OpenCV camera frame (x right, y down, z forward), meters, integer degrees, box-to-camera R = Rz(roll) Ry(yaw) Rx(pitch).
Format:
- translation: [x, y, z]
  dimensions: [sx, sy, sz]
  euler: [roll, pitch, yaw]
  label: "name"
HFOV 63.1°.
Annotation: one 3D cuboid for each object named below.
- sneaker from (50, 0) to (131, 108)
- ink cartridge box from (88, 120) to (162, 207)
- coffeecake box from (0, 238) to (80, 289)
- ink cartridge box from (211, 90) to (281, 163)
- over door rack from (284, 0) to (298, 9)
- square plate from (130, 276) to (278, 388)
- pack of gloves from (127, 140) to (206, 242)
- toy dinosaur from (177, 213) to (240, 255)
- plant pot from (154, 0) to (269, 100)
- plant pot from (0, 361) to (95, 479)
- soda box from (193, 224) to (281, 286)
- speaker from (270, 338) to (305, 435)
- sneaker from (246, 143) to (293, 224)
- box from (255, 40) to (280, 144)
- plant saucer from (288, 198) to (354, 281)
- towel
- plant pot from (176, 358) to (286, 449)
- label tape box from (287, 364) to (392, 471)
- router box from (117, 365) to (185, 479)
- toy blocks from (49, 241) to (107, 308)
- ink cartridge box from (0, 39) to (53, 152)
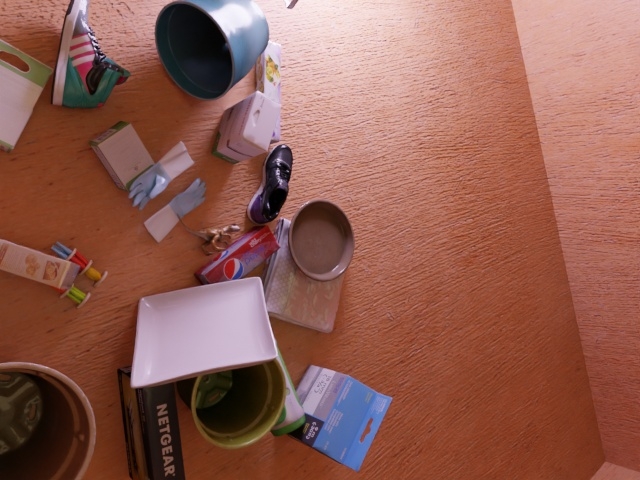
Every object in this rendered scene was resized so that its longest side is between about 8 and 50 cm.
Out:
- translation: [-0.587, -0.480, 1.363]
  dimensions: [0.178, 0.124, 0.296]
  euler: [10, 90, -30]
  label: "sneaker"
- translation: [-0.521, -0.206, 1.423]
  dimensions: [0.109, 0.062, 0.209]
  euler: [-46, 133, -28]
  label: "ink cartridge box"
- translation: [-0.684, 0.055, 1.231]
  dimensions: [0.185, 0.142, 0.068]
  euler: [21, 79, -13]
  label: "coffeecake box"
- translation: [-0.225, -0.331, 1.558]
  dimensions: [0.092, 0.219, 0.160]
  euler: [24, 75, -32]
  label: "ink cartridge box"
- translation: [-0.243, -0.792, 1.562]
  dimensions: [0.239, 0.108, 0.324]
  euler: [-6, 50, -36]
  label: "over door rack"
- translation: [-0.305, 0.236, 1.368]
  dimensions: [0.347, 0.344, 0.049]
  euler: [-10, 123, -9]
  label: "square plate"
- translation: [-0.419, -0.133, 1.481]
  dimensions: [0.232, 0.046, 0.195]
  euler: [-50, 135, -26]
  label: "pack of gloves"
- translation: [-0.342, -0.015, 1.571]
  dimensions: [0.211, 0.064, 0.112]
  euler: [0, 70, -44]
  label: "toy dinosaur"
- translation: [-0.288, -0.585, 1.511]
  dimensions: [0.272, 0.271, 0.255]
  euler: [58, 46, -19]
  label: "plant pot"
- translation: [-0.701, 0.410, 1.138]
  dimensions: [0.333, 0.305, 0.334]
  euler: [1, 88, -35]
  label: "plant pot"
- translation: [-0.253, 0.060, 1.605]
  dimensions: [0.263, 0.083, 0.092]
  euler: [-41, 111, -30]
  label: "soda box"
- translation: [-0.151, 0.438, 1.603]
  dimensions: [0.131, 0.131, 0.297]
  euler: [-19, 84, -34]
  label: "speaker"
- translation: [-0.131, -0.182, 1.677]
  dimensions: [0.107, 0.124, 0.283]
  euler: [27, 73, -32]
  label: "sneaker"
- translation: [-0.171, -0.480, 1.697]
  dimensions: [0.063, 0.067, 0.324]
  euler: [2, 88, -34]
  label: "box"
- translation: [0.000, 0.000, 1.753]
  dimensions: [0.278, 0.041, 0.278]
  euler: [5, 83, -38]
  label: "plant saucer"
- translation: [-0.048, 0.121, 1.769]
  dimensions: [0.317, 0.053, 0.332]
  euler: [22, 77, -33]
  label: "towel"
- translation: [-0.277, 0.411, 1.471]
  dimensions: [0.276, 0.254, 0.276]
  euler: [1, 88, -34]
  label: "plant pot"
- translation: [0.033, 0.541, 1.636]
  dimensions: [0.106, 0.333, 0.241]
  euler: [42, 66, -26]
  label: "label tape box"
- translation: [-0.443, 0.495, 1.357]
  dimensions: [0.081, 0.243, 0.309]
  euler: [-8, 92, -35]
  label: "router box"
- translation: [-0.648, 0.086, 1.342]
  dimensions: [0.148, 0.054, 0.123]
  euler: [44, 64, -25]
  label: "toy blocks"
- translation: [-0.785, -0.357, 1.262]
  dimensions: [0.171, 0.056, 0.235]
  euler: [28, 70, -32]
  label: "ink cartridge box"
